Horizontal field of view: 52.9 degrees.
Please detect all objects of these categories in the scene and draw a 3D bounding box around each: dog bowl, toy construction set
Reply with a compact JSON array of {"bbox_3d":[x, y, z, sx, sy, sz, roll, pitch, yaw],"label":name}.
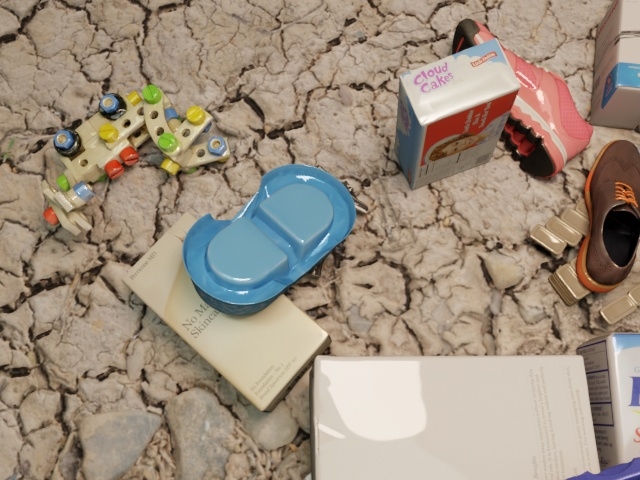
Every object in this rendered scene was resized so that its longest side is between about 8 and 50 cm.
[{"bbox_3d":[-0.077,0.001,0.992,0.166,0.074,0.297,42,59,15],"label":"dog bowl"},{"bbox_3d":[-0.341,-0.144,1.118,0.328,0.151,0.215,-36,75,-17],"label":"toy construction set"}]

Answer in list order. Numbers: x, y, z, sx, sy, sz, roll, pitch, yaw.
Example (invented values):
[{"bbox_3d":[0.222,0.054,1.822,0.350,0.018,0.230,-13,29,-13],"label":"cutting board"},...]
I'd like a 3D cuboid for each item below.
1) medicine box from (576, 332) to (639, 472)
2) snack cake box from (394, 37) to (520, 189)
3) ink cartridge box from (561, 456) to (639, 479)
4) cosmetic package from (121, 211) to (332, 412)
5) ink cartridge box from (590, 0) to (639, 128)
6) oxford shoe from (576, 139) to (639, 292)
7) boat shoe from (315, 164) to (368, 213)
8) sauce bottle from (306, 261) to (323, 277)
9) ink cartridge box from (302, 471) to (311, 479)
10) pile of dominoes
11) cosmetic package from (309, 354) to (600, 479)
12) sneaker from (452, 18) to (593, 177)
[{"bbox_3d":[0.534,0.284,0.921,0.264,0.149,0.289,0,76,4],"label":"medicine box"},{"bbox_3d":[0.203,-0.186,1.015,0.152,0.264,0.089,-20,74,-1],"label":"snack cake box"},{"bbox_3d":[0.404,0.410,0.754,0.270,0.151,0.395,-23,102,10],"label":"ink cartridge box"},{"bbox_3d":[-0.147,0.116,1.040,0.309,0.113,0.160,39,80,12],"label":"cosmetic package"},{"bbox_3d":[0.520,-0.306,1.088,0.082,0.139,0.190,10,76,8],"label":"ink cartridge box"},{"bbox_3d":[0.479,-0.054,1.019,0.097,0.098,0.271,13,69,4],"label":"oxford shoe"},{"bbox_3d":[0.035,-0.088,1.118,0.125,0.046,0.038,32,84,20],"label":"boat shoe"},{"bbox_3d":[0.000,0.000,1.097,0.042,0.042,0.128,11,78,7],"label":"sauce bottle"},{"bbox_3d":[0.119,0.377,0.986,0.232,0.066,0.189,-31,74,-19],"label":"ink cartridge box"},{"bbox_3d":[0.492,0.011,1.069,0.251,0.040,0.196,-29,72,-12],"label":"pile of dominoes"},{"bbox_3d":[0.176,0.278,0.918,0.385,0.156,0.217,1,70,-2],"label":"cosmetic package"},{"bbox_3d":[0.349,-0.261,1.120,0.136,0.116,0.313,-30,81,-14],"label":"sneaker"}]
